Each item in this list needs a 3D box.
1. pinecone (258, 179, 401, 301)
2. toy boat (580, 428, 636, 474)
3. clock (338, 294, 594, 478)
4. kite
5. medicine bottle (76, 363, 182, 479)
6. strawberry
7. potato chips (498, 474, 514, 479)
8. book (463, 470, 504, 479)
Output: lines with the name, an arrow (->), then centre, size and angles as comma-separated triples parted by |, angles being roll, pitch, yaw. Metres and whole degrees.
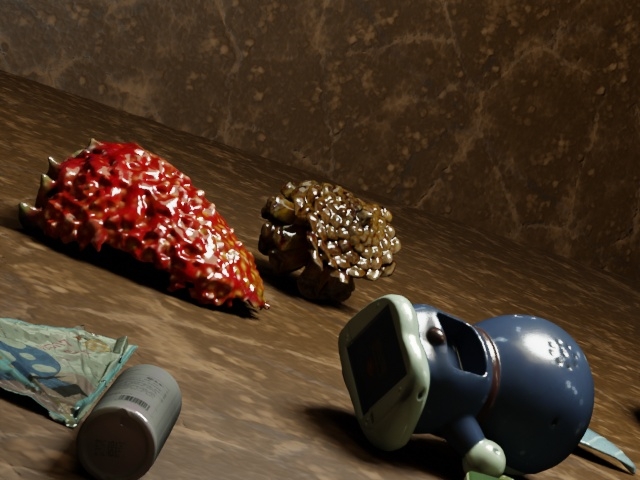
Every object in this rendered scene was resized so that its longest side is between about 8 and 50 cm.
pinecone -> 0.002, -0.003, 1.992 | 0.179, 0.150, 0.195 | 16, 9, -33
toy boat -> 0.298, 0.223, 1.686 | 0.122, 0.034, 0.096 | 28, 16, 33
clock -> 0.147, 0.140, 1.415 | 0.243, 0.146, 0.200 | 13, 42, -29
kite -> -0.292, 0.068, 1.226 | 0.406, 0.014, 0.368 | 14, 11, -43
medicine bottle -> -0.134, 0.125, 1.102 | 0.057, 0.058, 0.199 | 21, 8, -1
strawberry -> -0.180, -0.029, 1.754 | 0.306, 0.138, 0.233 | 20, 6, 2
potato chips -> 0.196, 0.244, 1.280 | 0.092, 0.028, 0.207 | 26, 7, -7
book -> 0.200, 0.259, 1.098 | 0.202, 0.027, 0.264 | 21, 14, -1
